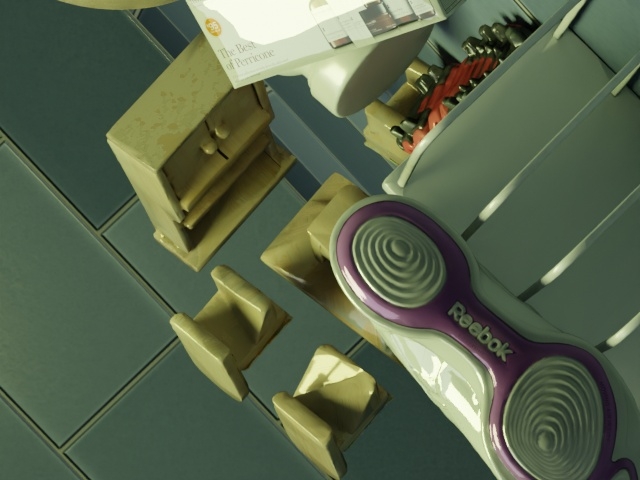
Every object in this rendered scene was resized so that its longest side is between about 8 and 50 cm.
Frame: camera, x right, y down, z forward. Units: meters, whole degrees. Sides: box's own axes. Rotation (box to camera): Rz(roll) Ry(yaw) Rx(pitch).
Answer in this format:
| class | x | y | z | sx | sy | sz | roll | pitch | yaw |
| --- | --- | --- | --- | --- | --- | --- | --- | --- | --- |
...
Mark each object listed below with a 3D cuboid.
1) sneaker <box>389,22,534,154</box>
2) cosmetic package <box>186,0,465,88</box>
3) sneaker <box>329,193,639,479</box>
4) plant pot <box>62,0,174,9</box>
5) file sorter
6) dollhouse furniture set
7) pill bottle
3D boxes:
| class | x | y | z | sx | sy | sz | roll | pitch | yaw |
| --- | --- | --- | --- | --- | --- | --- | --- | --- | --- |
| sneaker | 0.162 | -0.110 | 1.574 | 0.135 | 0.097 | 0.276 | 31 | 166 | -8 |
| cosmetic package | 0.003 | -0.206 | 1.505 | 0.239 | 0.060 | 0.099 | -14 | 110 | 41 |
| sneaker | 0.133 | 0.090 | 1.325 | 0.305 | 0.114 | 0.152 | 50 | 180 | 9 |
| plant pot | -0.160 | -0.369 | 1.440 | 0.256 | 0.256 | 0.274 | 44 | 150 | 17 |
| file sorter | 0.215 | -0.023 | 1.324 | 0.277 | 0.193 | 0.173 | 46 | 171 | 5 |
| dollhouse furniture set | 0.000 | 0.000 | 1.835 | 0.394 | 0.362 | 0.256 | 36 | 167 | 20 |
| pill bottle | -0.037 | -0.253 | 1.667 | 0.278 | 0.162 | 0.162 | 44 | 173 | 14 |
